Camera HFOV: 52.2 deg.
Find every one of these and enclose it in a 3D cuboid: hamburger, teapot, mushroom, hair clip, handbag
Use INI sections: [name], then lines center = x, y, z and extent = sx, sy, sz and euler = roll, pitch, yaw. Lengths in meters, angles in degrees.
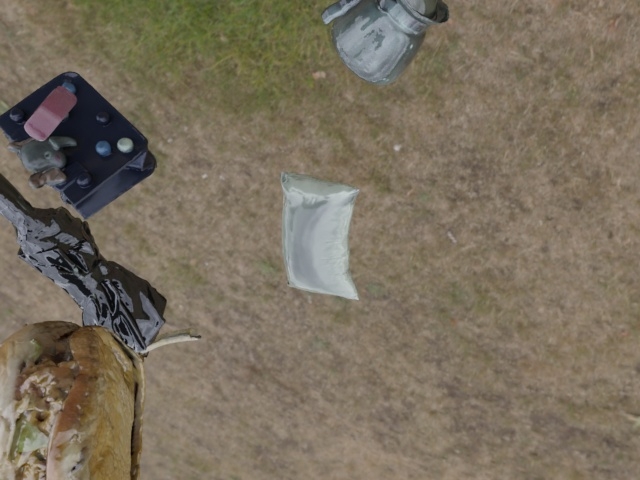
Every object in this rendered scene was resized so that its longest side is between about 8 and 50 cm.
[hamburger]
center = -0.282, 0.228, 0.742
extent = 0.146, 0.243, 0.285
euler = -4, 103, 6
[teapot]
center = 0.157, -0.562, 1.597
extent = 0.305, 0.223, 0.285
euler = 24, 141, -28
[mushroom]
center = -0.329, 0.207, 1.333
extent = 0.187, 0.060, 0.061
euler = -20, 130, 16
[hair clip]
center = -0.593, -0.282, 1.440
extent = 0.054, 0.137, 0.022
euler = 41, 157, -25
[handbag]
center = -0.578, -0.221, 1.509
extent = 0.326, 0.269, 0.118
euler = 41, 159, 17

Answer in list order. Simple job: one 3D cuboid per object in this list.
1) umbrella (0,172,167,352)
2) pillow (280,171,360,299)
[umbrella]
center = -0.326, 0.027, 0.850
extent = 0.118, 0.118, 0.340
euler = -3, 138, 36
[pillow]
center = 0.001, 0.001, 1.140
extent = 0.144, 0.078, 0.253
euler = 10, 128, 15
